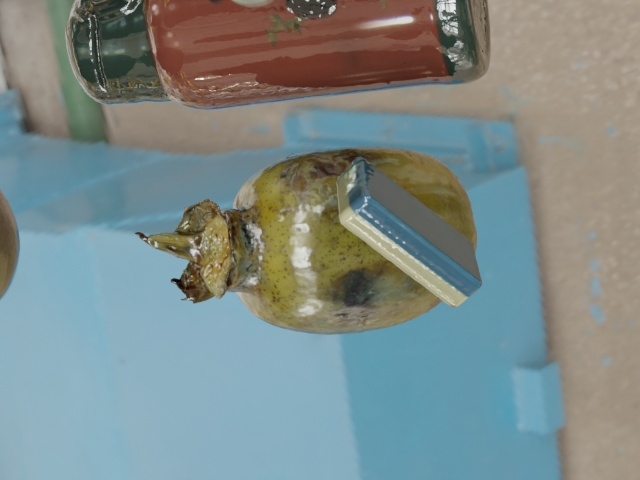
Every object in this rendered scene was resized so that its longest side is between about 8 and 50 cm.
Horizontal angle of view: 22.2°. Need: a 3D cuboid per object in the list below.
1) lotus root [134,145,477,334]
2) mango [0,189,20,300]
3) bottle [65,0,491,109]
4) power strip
[{"bbox_3d":[0.001,0.001,1.268,0.154,0.278,0.154,5,96,58],"label":"lotus root"},{"bbox_3d":[-0.287,0.000,1.226,0.267,0.111,0.133,-108,-8,-67],"label":"mango"},{"bbox_3d":[-0.038,-0.175,1.315,0.336,0.144,0.144,-8,104,13],"label":"bottle"},{"bbox_3d":[0.061,-0.006,1.155,0.123,0.056,0.032,37,114,-27],"label":"power strip"}]
